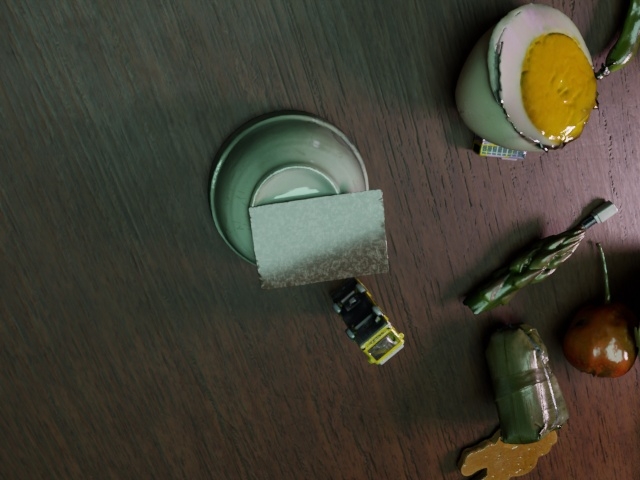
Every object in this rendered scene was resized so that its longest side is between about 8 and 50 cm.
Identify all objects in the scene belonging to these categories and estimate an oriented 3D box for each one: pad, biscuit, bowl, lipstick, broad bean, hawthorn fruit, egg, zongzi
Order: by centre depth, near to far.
[{"bbox_3d":[0.000,0.000,1.384,0.235,0.003,0.158,-9,109,-6],"label":"pad"},{"bbox_3d":[-0.051,-0.074,1.441,0.308,0.163,0.307,-3,109,-8],"label":"bowl"},{"bbox_3d":[0.368,-0.289,1.459,0.286,0.174,0.264,-27,103,-29],"label":"egg"},{"bbox_3d":[0.604,-0.439,1.506,0.075,0.067,0.324,18,101,-5],"label":"broad bean"},{"bbox_3d":[0.570,-0.043,1.657,0.107,0.025,0.025,-35,111,7],"label":"lipstick"},{"bbox_3d":[0.607,0.151,1.693,0.165,0.165,0.285,7,83,-15],"label":"hawthorn fruit"},{"bbox_3d":[0.465,0.295,1.714,0.274,0.125,0.250,0,81,-52],"label":"zongzi"},{"bbox_3d":[0.428,0.485,1.798,0.236,0.040,0.144,-31,120,-3],"label":"biscuit"}]

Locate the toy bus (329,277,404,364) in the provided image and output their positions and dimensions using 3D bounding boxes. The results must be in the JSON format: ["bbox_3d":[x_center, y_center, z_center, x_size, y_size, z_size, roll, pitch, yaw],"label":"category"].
[{"bbox_3d":[0.080,0.146,1.503,0.081,0.226,0.074,-40,116,1],"label":"toy bus"}]

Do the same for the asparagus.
[{"bbox_3d":[0.426,0.062,1.633,0.287,0.080,0.080,-38,112,11],"label":"asparagus"}]

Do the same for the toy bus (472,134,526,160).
[{"bbox_3d":[0.354,-0.188,1.544,0.102,0.052,0.058,4,110,-12],"label":"toy bus"}]

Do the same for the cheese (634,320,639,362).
[{"bbox_3d":[0.767,0.166,1.668,0.316,0.128,0.259,-42,134,-41],"label":"cheese"}]
